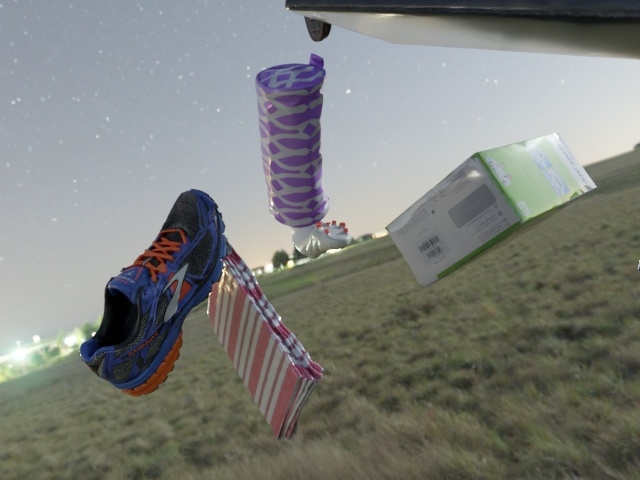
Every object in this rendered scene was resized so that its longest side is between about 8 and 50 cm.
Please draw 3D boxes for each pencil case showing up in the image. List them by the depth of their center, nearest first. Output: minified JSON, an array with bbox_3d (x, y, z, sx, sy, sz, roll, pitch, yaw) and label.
[{"bbox_3d":[-0.027,-0.112,0.687,0.088,0.206,0.086,-28,47,-26],"label":"pencil case"}]

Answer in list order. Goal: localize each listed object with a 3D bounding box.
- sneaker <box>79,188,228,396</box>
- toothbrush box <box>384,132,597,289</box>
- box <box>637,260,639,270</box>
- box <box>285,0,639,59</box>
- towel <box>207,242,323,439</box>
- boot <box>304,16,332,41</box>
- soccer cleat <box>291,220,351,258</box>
[{"bbox_3d":[-0.165,0.045,0.568,0.083,0.221,0.087,9,-18,34],"label":"sneaker"},{"bbox_3d":[0.276,-0.053,0.902,0.283,0.122,0.206,-20,-16,-45],"label":"toothbrush box"},{"bbox_3d":[0.480,0.006,0.667,0.126,0.137,0.072,-41,-35,-25],"label":"box"},{"bbox_3d":[0.241,-0.491,0.678,0.479,0.473,0.297,20,17,37],"label":"box"},{"bbox_3d":[-0.072,0.110,0.624,0.029,0.197,0.144,-18,-34,-31],"label":"towel"},{"bbox_3d":[0.031,-0.439,0.928,0.106,0.220,0.082,-6,14,-34],"label":"boot"},{"bbox_3d":[0.000,0.000,0.991,0.068,0.076,0.196,-3,12,-23],"label":"soccer cleat"}]
